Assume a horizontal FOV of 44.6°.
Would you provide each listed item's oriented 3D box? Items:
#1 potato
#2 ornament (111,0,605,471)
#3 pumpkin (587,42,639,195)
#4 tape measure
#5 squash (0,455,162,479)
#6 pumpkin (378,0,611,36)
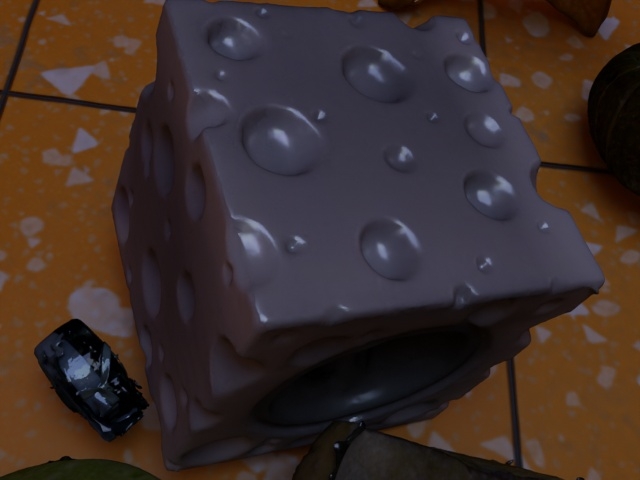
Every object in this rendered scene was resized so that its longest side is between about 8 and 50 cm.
[{"bbox_3d":[0.074,0.213,0.567,0.243,0.098,0.138,22,75,-28],"label":"potato"},{"bbox_3d":[0.000,0.000,0.572,0.239,0.240,0.240,-5,60,-27],"label":"ornament"},{"bbox_3d":[0.384,-0.110,0.782,0.218,0.162,0.219,-5,37,3],"label":"pumpkin"},{"bbox_3d":[-0.174,0.106,0.594,0.054,0.091,0.094,-40,90,-21],"label":"tape measure"},{"bbox_3d":[-0.198,0.271,0.532,0.204,0.155,0.237,-37,69,12],"label":"squash"},{"bbox_3d":[0.236,-0.314,0.824,0.290,0.258,0.095,8,77,-10],"label":"pumpkin"}]
